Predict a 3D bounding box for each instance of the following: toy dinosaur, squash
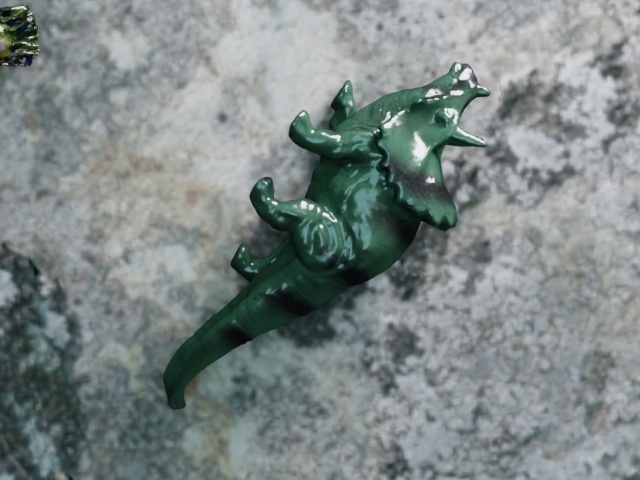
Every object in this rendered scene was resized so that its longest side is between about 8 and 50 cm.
[{"bbox_3d":[-0.010,-0.015,0.930,0.292,0.079,0.120,-35,91,1],"label":"toy dinosaur"},{"bbox_3d":[-0.275,-0.140,0.926,0.184,0.052,0.052,9,90,-7],"label":"squash"}]
